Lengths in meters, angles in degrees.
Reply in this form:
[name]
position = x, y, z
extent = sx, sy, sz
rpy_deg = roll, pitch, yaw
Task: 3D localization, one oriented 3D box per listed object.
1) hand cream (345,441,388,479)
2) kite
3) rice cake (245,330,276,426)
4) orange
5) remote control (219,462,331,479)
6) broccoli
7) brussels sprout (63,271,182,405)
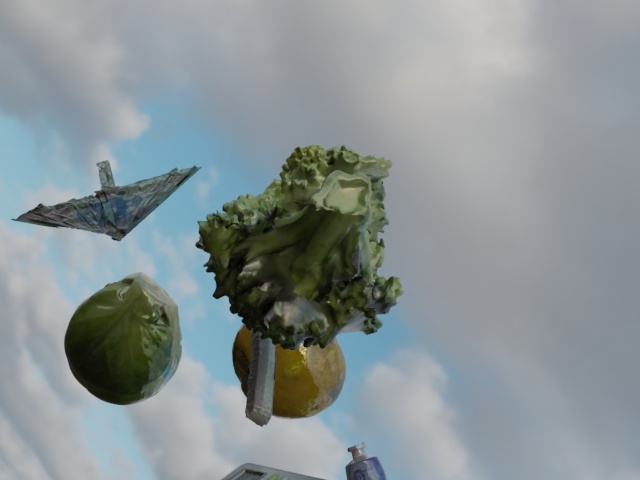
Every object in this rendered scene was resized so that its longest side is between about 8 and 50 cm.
[hand cream]
position = 0.078, 0.389, 1.506
extent = 0.053, 0.084, 0.142
rpy_deg = 113, -39, -66
[kite]
position = -0.434, -0.089, 1.961
extent = 0.368, 0.406, 0.014
rpy_deg = -121, -163, -57
[rice cake]
position = -0.097, 0.210, 1.581
extent = 0.036, 0.047, 0.207
rpy_deg = -49, -150, 43
[orange]
position = -0.074, 0.268, 2.141
extent = 0.279, 0.235, 0.279
rpy_deg = 50, -23, 30
[remote control]
position = -0.064, 0.348, 1.282
extent = 0.250, 0.103, 0.034
rpy_deg = -6, -70, 53
[broccoli]
position = 0.011, -0.002, 1.430
extent = 0.293, 0.348, 0.281
rpy_deg = 44, -23, 8
[brussels sprout]
position = -0.502, 0.252, 2.477
extent = 0.289, 0.281, 0.355
rpy_deg = 36, -70, 10
